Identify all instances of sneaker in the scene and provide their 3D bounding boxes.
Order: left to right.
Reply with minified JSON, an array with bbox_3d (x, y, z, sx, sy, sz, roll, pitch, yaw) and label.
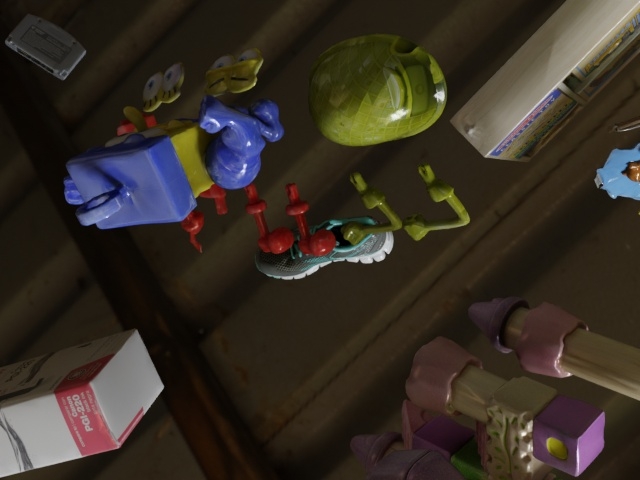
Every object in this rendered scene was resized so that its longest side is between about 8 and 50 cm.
[{"bbox_3d":[0.000,0.000,1.178,0.166,0.076,0.065,-14,-108,5],"label":"sneaker"}]

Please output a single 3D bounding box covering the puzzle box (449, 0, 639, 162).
[{"bbox_3d":[0.313,-0.237,0.983,0.409,0.272,0.052,-46,-103,17],"label":"puzzle box"}]

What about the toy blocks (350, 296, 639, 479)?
[{"bbox_3d":[0.112,0.220,0.893,0.260,0.289,0.309,20,-145,39],"label":"toy blocks"}]

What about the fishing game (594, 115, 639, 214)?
[{"bbox_3d":[0.447,-0.096,1.283,0.189,0.264,0.041,-18,-119,14],"label":"fishing game"}]

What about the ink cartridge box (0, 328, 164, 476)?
[{"bbox_3d":[-0.323,0.198,1.204,0.218,0.092,0.158,-18,-166,16],"label":"ink cartridge box"}]

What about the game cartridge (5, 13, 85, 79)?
[{"bbox_3d":[-0.330,-0.236,1.212,0.056,0.083,0.017,-59,-176,-24],"label":"game cartridge"}]

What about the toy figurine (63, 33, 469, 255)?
[{"bbox_3d":[-0.090,-0.041,0.820,0.362,0.191,0.217,-1,-159,41],"label":"toy figurine"}]
